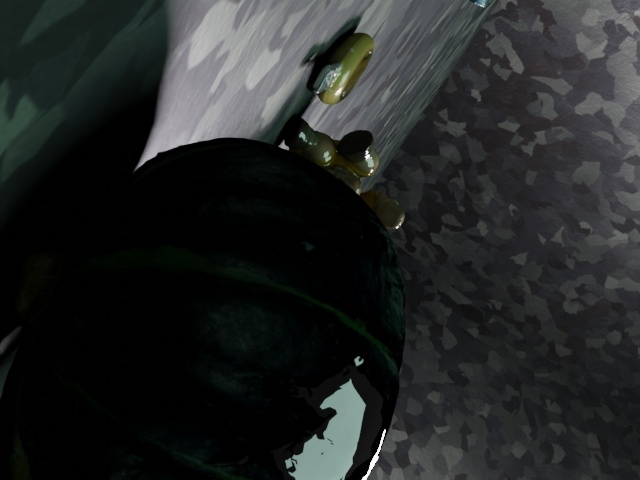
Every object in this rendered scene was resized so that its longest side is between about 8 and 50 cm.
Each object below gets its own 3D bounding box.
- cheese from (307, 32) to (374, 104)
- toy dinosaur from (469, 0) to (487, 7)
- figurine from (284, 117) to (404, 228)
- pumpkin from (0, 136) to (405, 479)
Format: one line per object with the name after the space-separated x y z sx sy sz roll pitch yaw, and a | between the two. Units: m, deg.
0.016 -0.177 1.102 0.086 0.036 0.162 -55 177 18 | cheese
0.199 -0.359 1.326 0.144 0.076 0.329 -61 -179 38 | toy dinosaur
-0.003 0.001 1.220 0.167 0.192 0.256 -12 -118 55 | figurine
-0.089 0.080 0.682 0.315 0.239 0.315 -54 -160 30 | pumpkin
